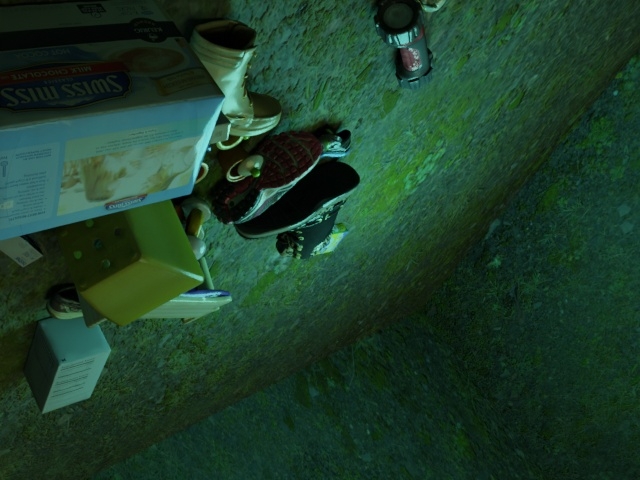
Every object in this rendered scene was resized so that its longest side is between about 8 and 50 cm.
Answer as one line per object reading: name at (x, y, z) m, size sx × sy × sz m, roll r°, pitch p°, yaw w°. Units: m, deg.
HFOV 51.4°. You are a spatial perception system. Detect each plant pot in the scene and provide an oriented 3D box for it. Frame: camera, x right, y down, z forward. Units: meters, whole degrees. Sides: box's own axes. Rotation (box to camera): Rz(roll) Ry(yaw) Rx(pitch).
plant pot at (-0.392, 0.023, 1.315) m, size 0.212 × 0.212 × 0.187 m, roll -29°, pitch 163°, yaw 5°

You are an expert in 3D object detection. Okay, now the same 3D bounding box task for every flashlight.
flashlight at (0.189, -0.425, 1.477) m, size 0.304 × 0.103 × 0.103 m, roll 46°, pitch 58°, yaw -72°

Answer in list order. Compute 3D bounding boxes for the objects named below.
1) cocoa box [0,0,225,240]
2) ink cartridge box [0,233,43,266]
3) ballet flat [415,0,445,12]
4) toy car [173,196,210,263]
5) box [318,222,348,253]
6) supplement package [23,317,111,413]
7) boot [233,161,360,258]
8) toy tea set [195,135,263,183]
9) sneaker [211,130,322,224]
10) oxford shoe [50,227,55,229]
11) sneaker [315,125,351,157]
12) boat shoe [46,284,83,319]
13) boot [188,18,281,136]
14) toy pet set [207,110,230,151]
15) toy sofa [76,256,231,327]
cocoa box at (-0.359, -0.181, 0.968) m, size 0.347 × 0.228 × 0.231 m, roll -19°, pitch 153°, yaw -37°
ink cartridge box at (-0.560, -0.037, 1.146) m, size 0.046 × 0.097 × 0.207 m, roll -32°, pitch 158°, yaw -9°
ballet flat at (0.219, -0.512, 1.364) m, size 0.080 × 0.073 × 0.232 m, roll -45°, pitch 157°, yaw 18°
toy car at (-0.332, -0.009, 1.522) m, size 0.136 × 0.159 × 0.182 m, roll 12°, pitch 140°, yaw -15°
box at (0.000, 0.000, 2.147) m, size 0.179 × 0.043 × 0.105 m, roll -9°, pitch 146°, yaw -46°
supplement package at (-0.642, 0.304, 1.677) m, size 0.133 × 0.139 × 0.244 m, roll -13°, pitch 150°, yaw -42°
boot at (-0.078, -0.046, 1.819) m, size 0.377 × 0.138 × 0.284 m, roll -30°, pitch 159°, yaw -29°
toy tea set at (-0.234, -0.159, 1.344) m, size 0.336 × 0.124 × 0.200 m, roll -14°, pitch 150°, yaw -44°
sneaker at (-0.122, -0.150, 1.563) m, size 0.299 × 0.121 × 0.112 m, roll -35°, pitch 169°, yaw 16°
oxford shoe at (-0.455, -0.112, 1.211) m, size 0.212 × 0.076 × 0.076 m, roll -47°, pitch 180°, yaw 37°
sneaker at (0.003, -0.243, 1.634) m, size 0.188 × 0.067 × 0.078 m, roll -14°, pitch 129°, yaw -40°
boat shoe at (-0.529, 0.134, 1.575) m, size 0.223 × 0.080 × 0.073 m, roll -6°, pitch 150°, yaw -44°
boot at (-0.150, -0.297, 1.223) m, size 0.261 × 0.095 × 0.203 m, roll -3°, pitch 143°, yaw -39°
toy pet set at (-0.207, -0.201, 1.115) m, size 0.065 × 0.114 × 0.122 m, roll -19°, pitch 146°, yaw -32°
toy sofa at (-0.386, 0.105, 1.587) m, size 0.177 × 0.150 × 0.362 m, roll -28°, pitch 163°, yaw 24°
